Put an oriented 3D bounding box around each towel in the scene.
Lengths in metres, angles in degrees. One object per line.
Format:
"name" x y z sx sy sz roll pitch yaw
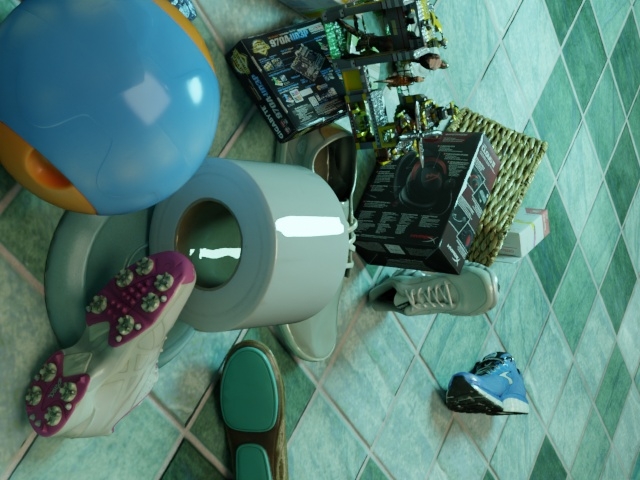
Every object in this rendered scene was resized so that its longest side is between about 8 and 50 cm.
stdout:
"towel" 0.075 -0.316 1.809 0.113 0.023 0.152 14 81 -55
"towel" -0.232 -0.328 1.394 0.119 0.029 0.067 -54 132 -34

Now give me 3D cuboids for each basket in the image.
"basket" 0.345 -0.111 2.126 0.299 0.223 0.213 -61 170 -28

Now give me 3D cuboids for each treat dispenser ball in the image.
"treat dispenser ball" -0.268 -0.174 1.154 0.288 0.288 0.288 -9 102 -52

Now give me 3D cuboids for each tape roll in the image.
"tape roll" -0.105 0.005 1.358 0.169 0.246 0.246 1 94 -53

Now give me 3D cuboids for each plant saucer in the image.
"plant saucer" -0.263 0.053 1.392 0.317 0.043 0.318 -9 101 -51

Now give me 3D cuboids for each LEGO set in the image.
"LEGO set" 0.158 -0.294 1.573 0.255 0.192 0.332 -20 106 -49

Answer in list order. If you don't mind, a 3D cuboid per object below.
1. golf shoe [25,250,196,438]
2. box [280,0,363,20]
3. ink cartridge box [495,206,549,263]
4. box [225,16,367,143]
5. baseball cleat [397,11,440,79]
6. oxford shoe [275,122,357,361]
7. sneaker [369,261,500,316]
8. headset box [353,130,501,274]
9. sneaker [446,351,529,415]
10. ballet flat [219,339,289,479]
"golf shoe" -0.265 0.147 1.285 0.306 0.115 0.140 -48 141 4
"box" -0.018 -0.455 1.590 0.203 0.114 0.103 18 80 -53
"ink cartridge box" 0.456 -0.015 2.263 0.198 0.115 0.067 -34 122 -46
"box" -0.032 -0.273 1.582 0.220 0.051 0.175 -31 88 -47
"baseball cleat" 0.176 -0.399 1.887 0.206 0.072 0.109 43 68 -42
"oxford shoe" 0.000 0.000 1.661 0.169 0.130 0.450 -10 103 -53
"sneaker" 0.218 0.107 1.832 0.118 0.292 0.110 -14 94 -42
"headset box" 0.208 -0.092 1.845 0.110 0.218 0.293 47 58 -44
"sneaker" 0.394 0.337 2.245 0.330 0.129 0.147 21 63 -55
"ballet flat" -0.098 0.313 1.600 0.124 0.116 0.343 -43 130 -66
